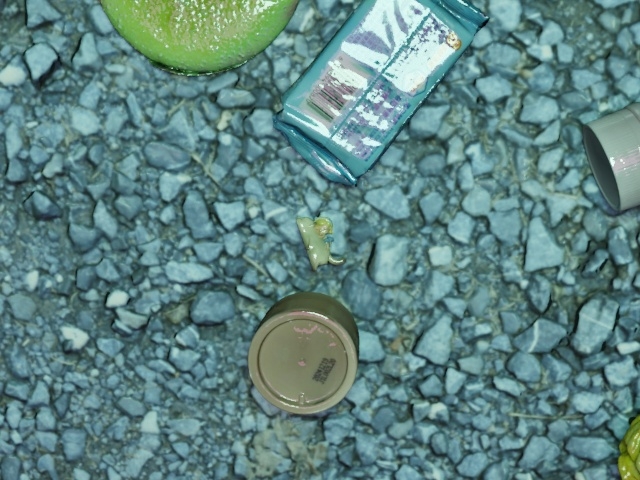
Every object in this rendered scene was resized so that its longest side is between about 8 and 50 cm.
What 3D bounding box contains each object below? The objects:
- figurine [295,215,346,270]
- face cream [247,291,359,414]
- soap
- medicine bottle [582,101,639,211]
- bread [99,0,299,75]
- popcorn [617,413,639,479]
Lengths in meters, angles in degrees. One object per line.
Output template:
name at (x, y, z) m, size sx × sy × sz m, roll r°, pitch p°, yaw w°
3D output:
figurine at (0.000, 0.000, 1.163) m, size 0.051 × 0.047 × 0.083 m, roll -19°, pitch 92°, yaw -8°
face cream at (-0.021, 0.154, 1.157) m, size 0.149 × 0.104 × 0.149 m, roll 1°, pitch 100°, yaw 4°
soap at (0.071, -0.218, 1.097) m, size 0.156 × 0.077 × 0.293 m, roll 40°, pitch 101°, yaw -5°
medicine bottle at (0.475, -0.135, 1.056) m, size 0.250 × 0.133 × 0.133 m, roll -21°, pitch 98°, yaw 9°
bread at (-0.169, -0.369, 1.104) m, size 0.302 × 0.045 × 0.301 m, roll 1°, pitch 101°, yaw 5°
popcorn at (0.485, 0.293, 1.136) m, size 0.149 × 0.152 × 0.167 m, roll 22°, pitch 101°, yaw -28°
